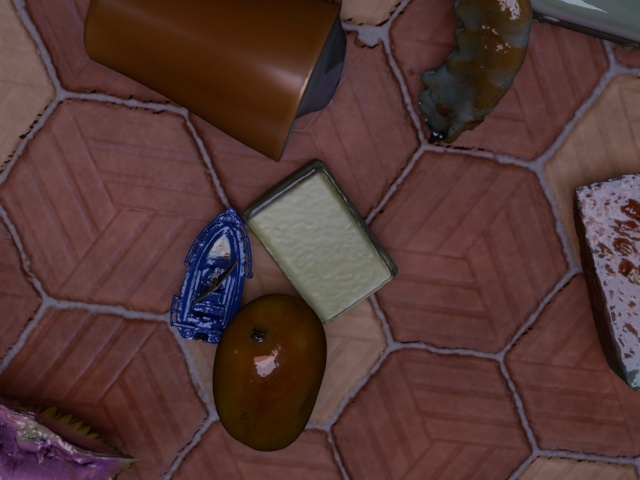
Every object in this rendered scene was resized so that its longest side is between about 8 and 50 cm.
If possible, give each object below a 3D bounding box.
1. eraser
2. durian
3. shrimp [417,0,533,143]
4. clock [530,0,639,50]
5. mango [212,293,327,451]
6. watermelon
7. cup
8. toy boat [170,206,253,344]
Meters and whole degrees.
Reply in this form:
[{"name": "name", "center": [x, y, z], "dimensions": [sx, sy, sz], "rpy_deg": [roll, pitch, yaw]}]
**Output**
[{"name": "eraser", "center": [0.000, 0.000, 1.045], "dimensions": [0.117, 0.058, 0.172], "rpy_deg": [-35, 104, 5]}, {"name": "durian", "center": [-0.400, 0.246, 1.050], "dimensions": [0.341, 0.112, 0.191], "rpy_deg": [27, 109, -2]}, {"name": "shrimp", "center": [0.133, -0.254, 0.953], "dimensions": [0.185, 0.068, 0.287], "rpy_deg": [-24, 111, 39]}, {"name": "clock", "center": [0.353, -0.385, 0.958], "dimensions": [0.265, 0.108, 0.324], "rpy_deg": [15, 101, -7]}, {"name": "mango", "center": [-0.060, 0.165, 1.027], "dimensions": [0.120, 0.151, 0.221], "rpy_deg": [23, 123, 24]}, {"name": "watermelon", "center": [0.402, 0.028, 1.065], "dimensions": [0.192, 0.140, 0.257], "rpy_deg": [-29, 95, 7]}, {"name": "cup", "center": [-0.100, -0.227, 0.941], "dimensions": [0.263, 0.182, 0.226], "rpy_deg": [22, 68, -4]}, {"name": "toy boat", "center": [-0.121, 0.047, 1.020], "dimensions": [0.091, 0.110, 0.175], "rpy_deg": [12, 101, -11]}]
